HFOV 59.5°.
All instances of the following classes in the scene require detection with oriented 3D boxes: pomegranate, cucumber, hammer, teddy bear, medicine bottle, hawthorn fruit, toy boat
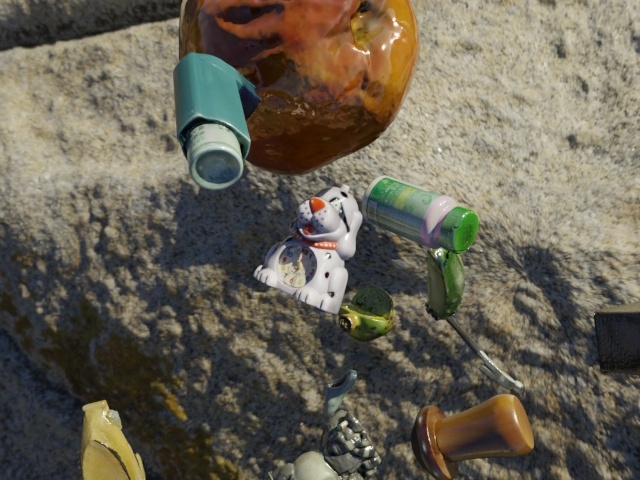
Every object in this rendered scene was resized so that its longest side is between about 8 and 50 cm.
[{"bbox_3d":[0.113,0.203,1.430,0.143,0.169,0.122,17,131,30],"label":"pomegranate"},{"bbox_3d":[0.372,0.109,1.628,0.145,0.325,0.105,-41,56,-16],"label":"cucumber"},{"bbox_3d":[0.340,0.237,1.233,0.029,0.103,0.246,-51,32,10],"label":"hammer"},{"bbox_3d":[0.023,0.498,1.184,0.251,0.171,0.144,-47,29,-9],"label":"teddy bear"},{"bbox_3d":[-0.134,-0.158,0.734,0.079,0.124,0.258,-38,39,18],"label":"medicine bottle"},{"bbox_3d":[0.239,-0.061,1.354,0.274,0.133,0.133,27,96,40],"label":"medicine bottle"},{"bbox_3d":[-0.040,-0.362,1.054,0.472,0.472,0.471,-1,86,20],"label":"hawthorn fruit"},{"bbox_3d":[-0.187,0.218,0.511,0.047,0.049,0.149,-16,102,-7],"label":"toy boat"}]

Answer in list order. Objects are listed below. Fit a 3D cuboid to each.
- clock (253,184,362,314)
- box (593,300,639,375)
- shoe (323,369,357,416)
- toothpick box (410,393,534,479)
[{"bbox_3d":[-0.002,0.002,1.133,0.189,0.189,0.254,25,93,20],"label":"clock"},{"bbox_3d":[0.911,0.272,1.570,0.143,0.273,0.184,-9,85,56],"label":"box"},{"bbox_3d":[0.051,0.521,1.953,0.078,0.079,0.195,33,106,-9],"label":"shoe"},{"bbox_3d":[0.380,0.501,1.442,0.294,0.192,0.192,-25,79,24],"label":"toothpick box"}]
